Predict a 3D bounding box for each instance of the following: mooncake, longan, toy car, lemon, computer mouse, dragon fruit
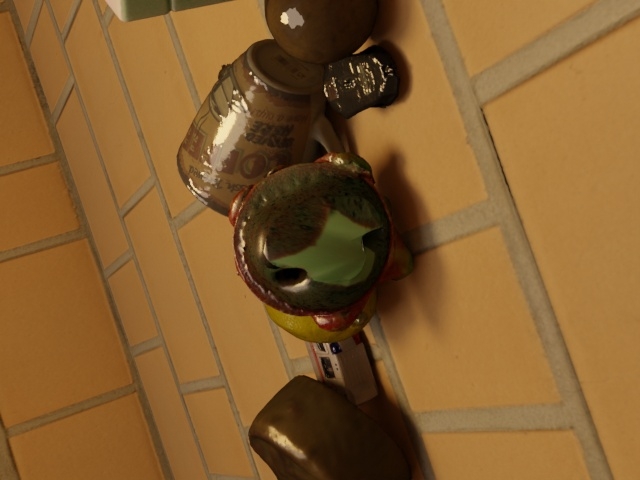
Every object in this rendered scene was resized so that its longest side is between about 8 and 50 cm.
[{"bbox_3d":[0.010,0.384,1.872,0.284,0.155,0.284,37,158,18],"label":"mooncake"},{"bbox_3d":[-0.001,-0.338,1.501,0.187,0.167,0.167,62,155,27],"label":"longan"},{"bbox_3d":[0.031,0.199,1.900,0.108,0.089,0.209,-3,105,65],"label":"toy car"},{"bbox_3d":[0.002,0.082,1.766,0.248,0.184,0.184,18,123,53],"label":"lemon"},{"bbox_3d":[0.067,-0.235,1.557,0.172,0.057,0.099,-6,100,54],"label":"computer mouse"},{"bbox_3d":[0.000,0.000,1.609,0.130,0.295,0.268,57,-137,-86],"label":"dragon fruit"}]

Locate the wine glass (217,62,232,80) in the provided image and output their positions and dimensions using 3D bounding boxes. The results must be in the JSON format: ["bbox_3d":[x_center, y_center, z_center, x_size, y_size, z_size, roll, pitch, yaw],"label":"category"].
[{"bbox_3d":[-0.123,-0.291,1.920,0.198,0.066,0.066,21,125,61],"label":"wine glass"}]

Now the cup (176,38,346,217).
[{"bbox_3d":[-0.065,-0.168,1.738,0.301,0.227,0.257,36,134,6],"label":"cup"}]

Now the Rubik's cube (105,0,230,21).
[{"bbox_3d":[-0.224,-0.567,1.627,0.319,0.322,0.316,51,150,42],"label":"Rubik's cube"}]
